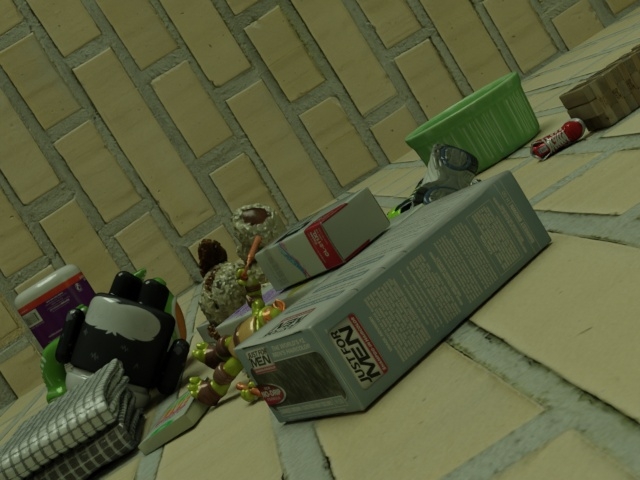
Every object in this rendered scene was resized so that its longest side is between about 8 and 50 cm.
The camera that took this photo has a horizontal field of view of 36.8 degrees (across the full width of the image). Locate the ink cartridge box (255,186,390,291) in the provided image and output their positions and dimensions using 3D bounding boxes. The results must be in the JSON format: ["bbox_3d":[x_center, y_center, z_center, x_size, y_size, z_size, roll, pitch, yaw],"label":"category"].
[{"bbox_3d":[0.000,0.000,1.478,0.175,0.072,0.127,-25,11,47],"label":"ink cartridge box"}]

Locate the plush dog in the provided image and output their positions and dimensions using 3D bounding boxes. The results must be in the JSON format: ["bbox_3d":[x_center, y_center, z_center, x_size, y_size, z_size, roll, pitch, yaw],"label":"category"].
[{"bbox_3d":[-0.137,0.088,1.876,0.225,0.262,0.210,-20,-23,22],"label":"plush dog"}]

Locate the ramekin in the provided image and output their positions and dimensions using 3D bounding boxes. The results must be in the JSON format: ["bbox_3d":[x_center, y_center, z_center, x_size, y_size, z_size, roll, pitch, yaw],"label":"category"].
[{"bbox_3d":[0.365,-0.255,2.264,0.303,0.148,0.303,-32,6,4],"label":"ramekin"}]

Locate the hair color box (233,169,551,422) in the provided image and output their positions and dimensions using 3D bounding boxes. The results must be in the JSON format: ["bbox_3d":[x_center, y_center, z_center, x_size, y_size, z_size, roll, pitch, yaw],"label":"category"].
[{"bbox_3d":[0.094,0.065,1.181,0.374,0.113,0.185,-35,6,-34],"label":"hair color box"}]

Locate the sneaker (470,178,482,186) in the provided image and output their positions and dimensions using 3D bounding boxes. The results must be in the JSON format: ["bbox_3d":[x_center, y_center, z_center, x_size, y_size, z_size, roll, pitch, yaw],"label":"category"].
[{"bbox_3d":[0.287,-0.096,1.834,0.058,0.052,0.135,-24,9,11],"label":"sneaker"}]

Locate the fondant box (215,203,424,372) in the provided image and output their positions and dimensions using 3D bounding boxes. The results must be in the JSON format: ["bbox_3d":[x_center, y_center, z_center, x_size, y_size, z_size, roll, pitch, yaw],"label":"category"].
[{"bbox_3d":[0.017,0.080,1.552,0.330,0.096,0.238,-28,7,45],"label":"fondant box"}]

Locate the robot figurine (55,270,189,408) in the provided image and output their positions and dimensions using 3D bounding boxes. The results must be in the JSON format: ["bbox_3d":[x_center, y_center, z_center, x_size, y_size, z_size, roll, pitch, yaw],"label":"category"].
[{"bbox_3d":[-0.380,0.204,1.847,0.209,0.173,0.278,6,76,48],"label":"robot figurine"}]

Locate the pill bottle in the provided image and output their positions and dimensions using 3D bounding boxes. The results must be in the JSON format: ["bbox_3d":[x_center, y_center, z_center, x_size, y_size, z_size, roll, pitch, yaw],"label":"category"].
[{"bbox_3d":[-0.602,0.232,2.389,0.181,0.323,0.181,-32,6,4],"label":"pill bottle"}]

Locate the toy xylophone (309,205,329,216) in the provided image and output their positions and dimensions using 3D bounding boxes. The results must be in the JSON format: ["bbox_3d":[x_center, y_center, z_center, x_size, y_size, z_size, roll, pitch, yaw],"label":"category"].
[{"bbox_3d":[-0.015,-0.008,2.287,0.236,0.081,0.323,-33,6,-18],"label":"toy xylophone"}]

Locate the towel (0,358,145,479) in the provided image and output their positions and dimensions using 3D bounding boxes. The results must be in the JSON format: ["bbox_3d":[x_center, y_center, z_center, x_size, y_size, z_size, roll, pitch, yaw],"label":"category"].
[{"bbox_3d":[-0.415,0.333,1.608,0.235,0.121,0.284,-34,7,-3],"label":"towel"}]

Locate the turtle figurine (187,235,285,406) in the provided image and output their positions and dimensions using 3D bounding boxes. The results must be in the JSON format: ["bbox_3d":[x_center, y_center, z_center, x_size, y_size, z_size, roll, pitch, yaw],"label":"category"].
[{"bbox_3d":[-0.113,0.144,1.451,0.087,0.269,0.217,17,-42,-34],"label":"turtle figurine"}]

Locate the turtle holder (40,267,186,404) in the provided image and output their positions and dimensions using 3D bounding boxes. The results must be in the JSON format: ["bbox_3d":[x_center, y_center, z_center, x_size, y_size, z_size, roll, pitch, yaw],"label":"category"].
[{"bbox_3d":[-0.427,0.223,2.031,0.320,0.227,0.243,-37,9,-38],"label":"turtle holder"}]

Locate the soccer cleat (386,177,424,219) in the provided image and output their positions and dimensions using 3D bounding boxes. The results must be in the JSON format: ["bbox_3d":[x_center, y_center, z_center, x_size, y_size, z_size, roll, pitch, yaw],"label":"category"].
[{"bbox_3d":[0.222,-0.087,2.104,0.179,0.060,0.072,-41,18,-22],"label":"soccer cleat"}]

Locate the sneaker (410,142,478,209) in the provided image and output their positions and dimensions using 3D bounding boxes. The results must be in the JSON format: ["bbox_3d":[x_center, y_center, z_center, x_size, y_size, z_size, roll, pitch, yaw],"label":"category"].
[{"bbox_3d":[0.211,-0.053,1.688,0.297,0.111,0.129,-61,-8,-54],"label":"sneaker"}]

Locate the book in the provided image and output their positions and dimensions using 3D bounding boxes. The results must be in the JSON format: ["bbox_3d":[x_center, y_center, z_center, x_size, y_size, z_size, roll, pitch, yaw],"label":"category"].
[{"bbox_3d":[-0.220,0.275,1.500,0.096,0.035,0.144,-35,6,15],"label":"book"}]

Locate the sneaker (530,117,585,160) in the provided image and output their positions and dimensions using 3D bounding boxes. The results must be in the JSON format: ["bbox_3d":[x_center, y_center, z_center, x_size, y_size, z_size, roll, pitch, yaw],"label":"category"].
[{"bbox_3d":[0.443,-0.188,1.812,0.067,0.042,0.118,-31,-3,-31],"label":"sneaker"}]

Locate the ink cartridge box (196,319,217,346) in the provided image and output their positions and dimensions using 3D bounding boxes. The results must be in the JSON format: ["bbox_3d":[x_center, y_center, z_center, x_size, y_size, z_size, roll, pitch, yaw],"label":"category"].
[{"bbox_3d":[-0.170,0.160,2.011,0.150,0.063,0.109,-36,7,-36],"label":"ink cartridge box"}]

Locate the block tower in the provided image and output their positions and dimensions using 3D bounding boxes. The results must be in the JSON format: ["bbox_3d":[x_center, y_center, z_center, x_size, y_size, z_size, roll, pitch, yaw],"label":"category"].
[{"bbox_3d":[0.615,-0.324,1.811,0.335,0.091,0.097,-33,6,-13],"label":"block tower"}]
